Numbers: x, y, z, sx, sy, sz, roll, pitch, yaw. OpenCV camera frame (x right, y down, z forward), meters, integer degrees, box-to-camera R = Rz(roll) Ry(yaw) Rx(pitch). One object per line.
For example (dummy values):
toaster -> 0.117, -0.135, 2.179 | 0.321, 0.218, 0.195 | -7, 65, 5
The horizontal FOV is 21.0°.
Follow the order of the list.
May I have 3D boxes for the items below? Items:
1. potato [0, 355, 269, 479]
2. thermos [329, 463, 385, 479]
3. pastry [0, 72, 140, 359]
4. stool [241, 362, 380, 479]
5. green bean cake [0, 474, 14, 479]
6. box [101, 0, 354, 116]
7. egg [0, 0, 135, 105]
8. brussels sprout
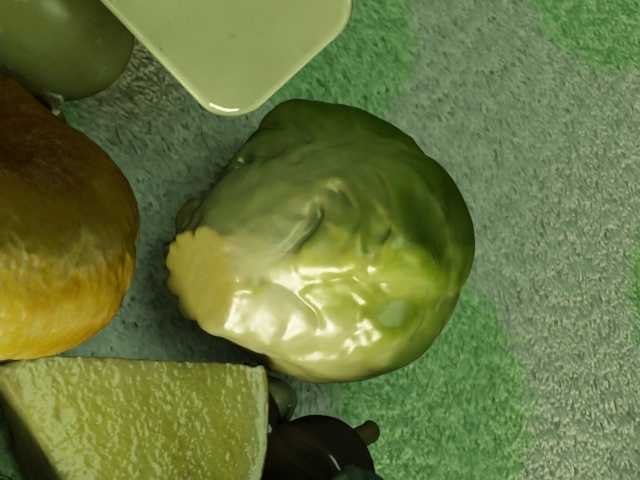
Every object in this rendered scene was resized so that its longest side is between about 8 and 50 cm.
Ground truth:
potato -> -0.186, 0.238, 1.585 | 0.269, 0.112, 0.255 | 4, 79, -28
thermos -> -0.014, 0.355, 1.586 | 0.286, 0.145, 0.182 | -45, 126, 8
pastry -> -0.315, -0.043, 1.479 | 0.356, 0.164, 0.356 | 34, 19, -14
stool -> -0.019, 0.211, 1.702 | 0.217, 0.125, 0.121 | 52, 34, 13
green bean cake -> -0.355, 0.294, 1.439 | 0.255, 0.132, 0.241 | 27, 59, -20
box -> -0.133, -0.328, 1.655 | 0.352, 0.177, 0.344 | 45, 15, -13
egg -> -0.272, -0.217, 1.641 | 0.201, 0.164, 0.164 | 37, 58, -16
brussels sprout -> 0.012, 0.005, 1.696 | 0.273, 0.242, 0.316 | 39, 46, 2
